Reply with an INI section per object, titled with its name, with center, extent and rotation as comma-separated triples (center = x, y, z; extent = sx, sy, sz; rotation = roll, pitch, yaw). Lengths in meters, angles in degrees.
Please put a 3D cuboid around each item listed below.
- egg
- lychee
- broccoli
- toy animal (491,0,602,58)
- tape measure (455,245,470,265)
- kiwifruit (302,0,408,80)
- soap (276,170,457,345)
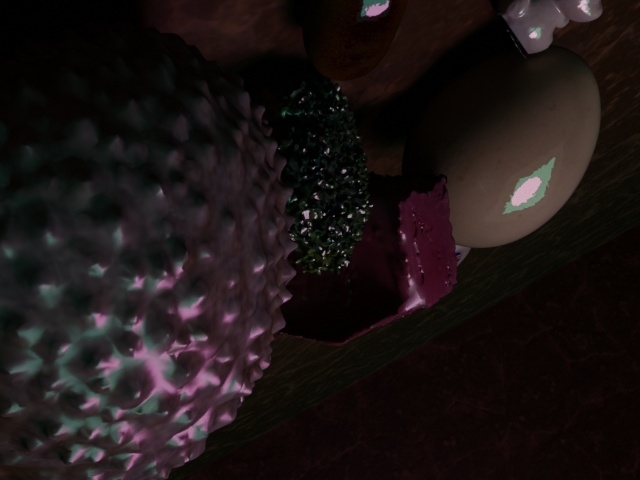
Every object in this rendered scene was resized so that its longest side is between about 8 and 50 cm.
[egg]
center = 0.198, -0.103, 0.908
extent = 0.188, 0.188, 0.253
rotation = -12, 151, -48
[lychee]
center = -0.151, 0.013, 0.492
extent = 0.300, 0.300, 0.300
rotation = -28, 163, -9
[broccoli]
center = -0.051, -0.047, 0.730
extent = 0.194, 0.194, 0.219
rotation = -37, -173, 18
[toy animal]
center = 0.227, -0.237, 0.780
extent = 0.124, 0.071, 0.085
rotation = -29, 147, 22
[tape measure]
center = 0.108, 0.034, 1.271
extent = 0.258, 0.130, 0.265
rotation = -17, 153, -47
[kiwifruit]
center = 0.025, -0.170, 0.614
extent = 0.075, 0.075, 0.124
rotation = -25, 159, -19
[soap]
center = 0.008, 0.018, 0.920
extent = 0.289, 0.182, 0.112
rotation = 5, -164, 41
